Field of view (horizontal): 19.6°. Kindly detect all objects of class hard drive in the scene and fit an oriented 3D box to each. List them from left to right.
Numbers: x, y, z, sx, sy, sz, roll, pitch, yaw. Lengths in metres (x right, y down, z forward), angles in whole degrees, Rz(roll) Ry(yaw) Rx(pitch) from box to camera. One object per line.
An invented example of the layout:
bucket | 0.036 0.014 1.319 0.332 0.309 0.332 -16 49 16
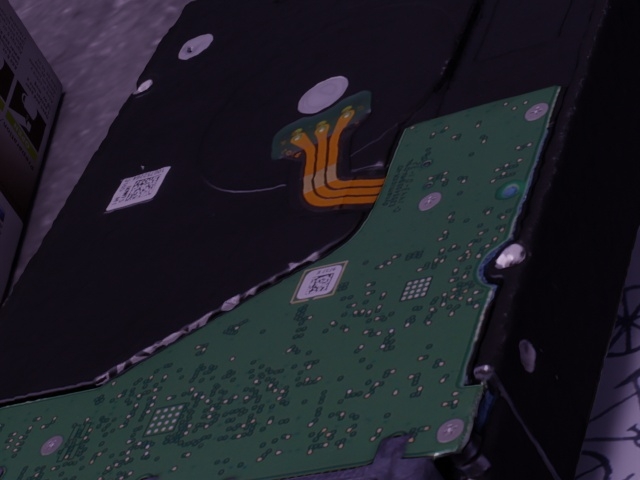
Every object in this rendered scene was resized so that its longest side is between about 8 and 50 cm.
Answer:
hard drive | 0.000 0.000 0.666 0.237 0.064 0.339 -14 33 31

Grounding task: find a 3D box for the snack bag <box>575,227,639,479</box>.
snack bag | 0.061 0.031 0.659 0.323 0.037 0.342 -35 32 -5

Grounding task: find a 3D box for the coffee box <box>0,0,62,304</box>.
coffee box | -0.244 -0.011 0.899 0.168 0.119 0.297 -21 33 16
